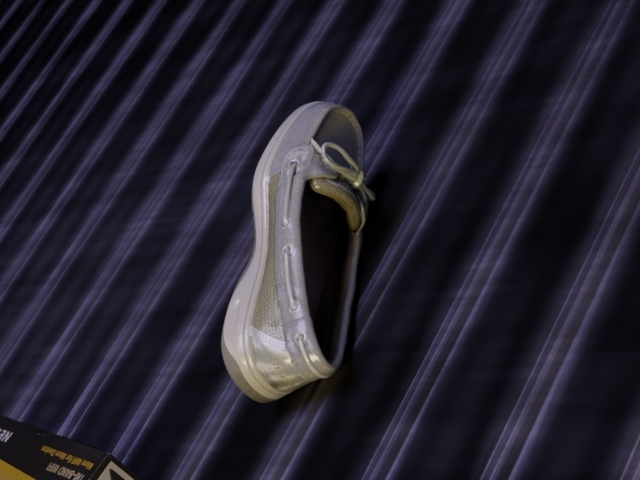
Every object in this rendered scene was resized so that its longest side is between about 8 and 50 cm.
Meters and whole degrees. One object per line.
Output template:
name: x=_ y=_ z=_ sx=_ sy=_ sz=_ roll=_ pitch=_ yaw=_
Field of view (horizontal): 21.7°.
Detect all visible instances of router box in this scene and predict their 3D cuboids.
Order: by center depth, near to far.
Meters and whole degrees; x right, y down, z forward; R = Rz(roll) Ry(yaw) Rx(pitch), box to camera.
router box: x=-0.307 y=0.295 z=1.566 sx=0.243 sy=0.081 sz=0.309 roll=-55 pitch=27 yaw=-19

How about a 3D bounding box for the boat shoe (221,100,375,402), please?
boat shoe: x=-0.002 y=-0.001 z=1.517 sx=0.103 sy=0.118 sz=0.320 roll=-17 pitch=41 yaw=35
